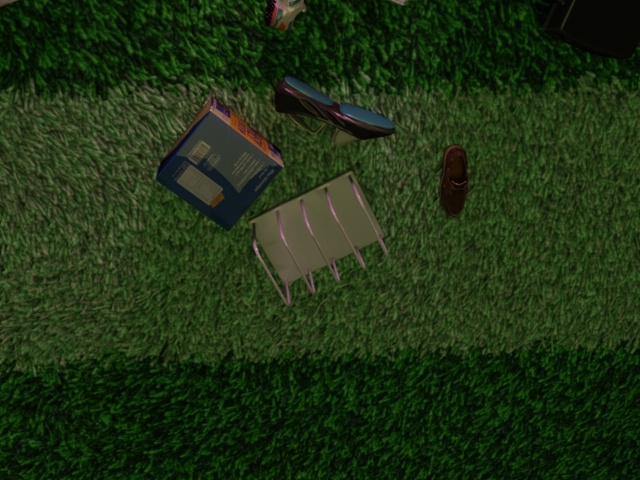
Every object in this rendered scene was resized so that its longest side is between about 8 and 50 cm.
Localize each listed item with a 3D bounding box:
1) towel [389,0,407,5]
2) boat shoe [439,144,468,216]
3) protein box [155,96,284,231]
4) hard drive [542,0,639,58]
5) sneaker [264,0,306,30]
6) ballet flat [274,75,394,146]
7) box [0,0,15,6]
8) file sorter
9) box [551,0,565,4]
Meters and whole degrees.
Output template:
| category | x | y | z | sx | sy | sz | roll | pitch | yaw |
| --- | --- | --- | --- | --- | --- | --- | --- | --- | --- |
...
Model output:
| category | x | y | z | sx | sy | sz | roll | pitch | yaw |
| --- | --- | --- | --- | --- | --- | --- | --- | --- | --- |
| towel | 0.157 | -0.590 | 1.664 | 0.113 | 0.023 | 0.152 | 16 | 110 | -13 |
| boat shoe | 0.320 | -0.136 | 1.855 | 0.064 | 0.060 | 0.178 | -4 | 113 | -5 |
| protein box | -0.223 | -0.170 | 1.739 | 0.201 | 0.136 | 0.200 | 37 | 104 | -19 |
| hard drive | 0.619 | -0.494 | 1.701 | 0.255 | 0.054 | 0.172 | 10 | 114 | -30 |
| sneaker | -0.060 | -0.524 | 1.659 | 0.075 | 0.057 | 0.161 | 12 | 111 | -29 |
| ballet flat | 0.025 | -0.275 | 1.754 | 0.280 | 0.095 | 0.096 | 24 | 119 | -4 |
| box | -0.578 | -0.596 | 1.562 | 0.231 | 0.056 | 0.183 | -19 | 113 | 2 |
| file sorter | 0.000 | 0.000 | 1.818 | 0.278 | 0.173 | 0.193 | -26 | 114 | 5 |
| box | 0.396 | -0.614 | 1.602 | 0.270 | 0.165 | 0.143 | 21 | 109 | -15 |
